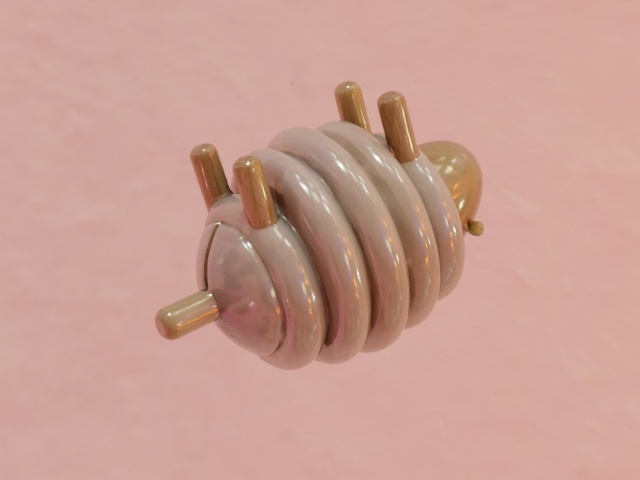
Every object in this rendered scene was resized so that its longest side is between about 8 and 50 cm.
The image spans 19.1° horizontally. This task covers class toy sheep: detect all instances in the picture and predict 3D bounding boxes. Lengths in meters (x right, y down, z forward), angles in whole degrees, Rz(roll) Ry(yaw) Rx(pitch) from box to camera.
[{"bbox_3d":[0.000,0.000,0.650,0.132,0.091,0.091,-24,95,-20],"label":"toy sheep"}]
